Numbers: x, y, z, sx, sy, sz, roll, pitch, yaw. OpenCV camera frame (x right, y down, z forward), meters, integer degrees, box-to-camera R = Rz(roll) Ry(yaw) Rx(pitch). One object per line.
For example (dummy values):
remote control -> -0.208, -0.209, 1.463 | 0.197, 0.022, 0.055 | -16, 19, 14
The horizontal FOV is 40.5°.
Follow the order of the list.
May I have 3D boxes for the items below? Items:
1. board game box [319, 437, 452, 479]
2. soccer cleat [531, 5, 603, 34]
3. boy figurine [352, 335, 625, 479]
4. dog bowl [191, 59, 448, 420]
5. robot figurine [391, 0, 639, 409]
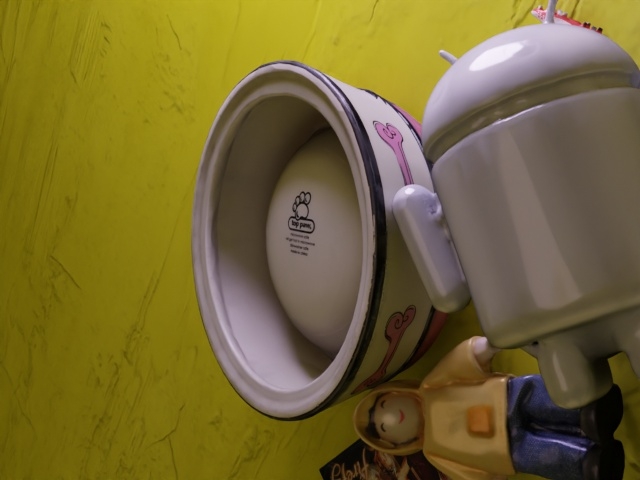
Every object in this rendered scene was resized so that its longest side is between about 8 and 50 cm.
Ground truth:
board game box -> 0.106, 0.301, 1.049 | 0.243, 0.042, 0.165 | -49, 59, 41
soccer cleat -> 0.236, -0.202, 0.844 | 0.083, 0.029, 0.035 | 38, 118, 36
boy figurine -> 0.162, 0.180, 0.894 | 0.285, 0.092, 0.177 | 1, 92, 36
dog bowl -> 0.000, 0.000, 1.028 | 0.408, 0.150, 0.407 | 2, 92, 57
robot figurine -> 0.208, -0.037, 0.762 | 0.300, 0.200, 0.353 | -20, 77, 22
